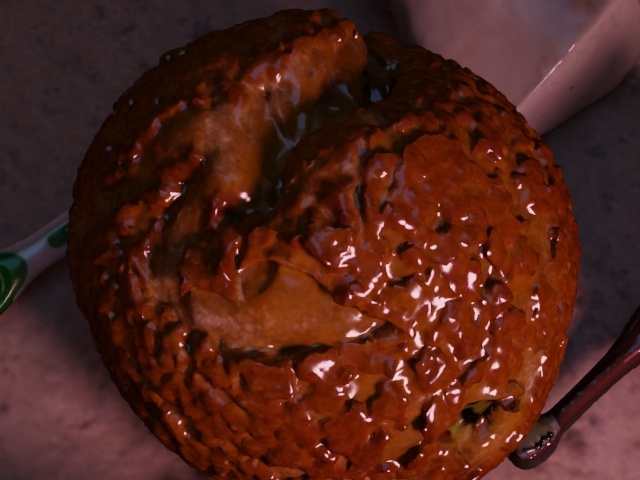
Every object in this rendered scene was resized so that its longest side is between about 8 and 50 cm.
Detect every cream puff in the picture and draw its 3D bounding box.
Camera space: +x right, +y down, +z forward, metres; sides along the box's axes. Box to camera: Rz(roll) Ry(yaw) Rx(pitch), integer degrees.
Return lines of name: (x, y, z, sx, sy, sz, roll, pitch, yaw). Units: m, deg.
cream puff: (0.000, 0.000, 0.770, 0.303, 0.212, 0.303, -2, 64, 4)

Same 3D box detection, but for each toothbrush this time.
toothbrush: (-0.212, 0.032, 0.847, 0.418, 0.040, 0.042, -35, 92, -22)
toothbrush: (0.246, 0.022, 0.864, 0.364, 0.041, 0.041, -38, 70, -19)

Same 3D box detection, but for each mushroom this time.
mushroom: (0.047, -0.240, 0.947, 0.177, 0.126, 0.397, -34, 72, -8)
